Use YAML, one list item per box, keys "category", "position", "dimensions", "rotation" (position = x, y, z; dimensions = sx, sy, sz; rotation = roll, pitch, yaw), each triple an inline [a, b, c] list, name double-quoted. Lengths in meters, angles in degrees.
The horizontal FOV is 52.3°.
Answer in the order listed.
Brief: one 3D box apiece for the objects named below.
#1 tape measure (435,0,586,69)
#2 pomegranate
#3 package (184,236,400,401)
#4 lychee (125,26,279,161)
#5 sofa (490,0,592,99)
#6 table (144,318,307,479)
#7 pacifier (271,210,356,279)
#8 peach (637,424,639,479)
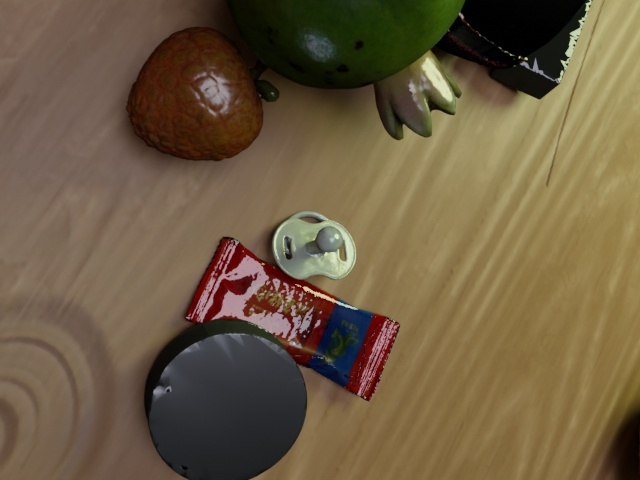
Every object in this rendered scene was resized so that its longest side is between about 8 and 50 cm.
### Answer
- category: "tape measure"
  position: [0.167, -0.266, 0.577]
  dimensions: [0.135, 0.202, 0.222]
  rotation: [15, 92, -21]
- category: "pomegranate"
  position: [0.035, -0.178, 0.493]
  dimensions: [0.187, 0.187, 0.225]
  rotation: [-48, 122, -15]
- category: "package"
  position: [-0.019, 0.075, 0.603]
  dimensions: [0.200, 0.022, 0.083]
  rotation: [28, 80, -20]
- category: "lychee"
  position: [-0.087, -0.125, 0.523]
  dimensions: [0.140, 0.114, 0.101]
  rotation: [-43, 132, 0]
- category: "sofa"
  position: [0.229, -0.234, 0.693]
  dimensions: [0.085, 0.060, 0.147]
  rotation: [24, 81, -6]
- category: "table"
  position: [-0.080, 0.136, 0.554]
  dimensions: [0.134, 0.043, 0.133]
  rotation: [-3, 99, -17]
- category: "pacifier"
  position: [0.000, 0.000, 0.586]
  dimensions: [0.083, 0.064, 0.068]
  rotation: [3, 73, -24]
- category: "peach"
  position: [0.475, 0.252, 0.750]
  dimensions: [0.233, 0.232, 0.232]
  rotation: [-1, 92, -24]
